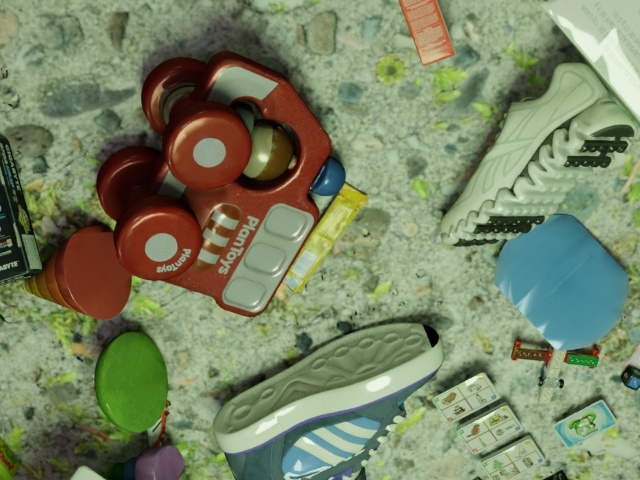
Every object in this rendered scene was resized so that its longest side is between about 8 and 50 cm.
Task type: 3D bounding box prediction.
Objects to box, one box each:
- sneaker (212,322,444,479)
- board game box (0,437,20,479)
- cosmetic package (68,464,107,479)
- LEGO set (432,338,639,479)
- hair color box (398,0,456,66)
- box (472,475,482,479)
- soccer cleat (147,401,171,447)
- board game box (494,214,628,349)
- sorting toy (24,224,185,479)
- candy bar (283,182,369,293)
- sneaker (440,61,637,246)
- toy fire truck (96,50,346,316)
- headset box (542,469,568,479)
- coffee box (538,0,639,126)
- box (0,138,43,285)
[{"bbox_3d":[0.043,0.264,1.508,0.323,0.130,0.236,-25,115,5],"label":"sneaker"},{"bbox_3d":[-0.512,0.317,1.580,0.181,0.043,0.092,-28,105,11],"label":"board game box"},{"bbox_3d":[-0.358,0.512,1.428,0.161,0.230,0.453,34,74,3],"label":"cosmetic package"},{"bbox_3d":[0.290,0.197,1.520,0.244,0.060,0.182,-31,117,13],"label":"LEGO set"},{"bbox_3d":[0.112,-0.278,1.342,0.043,0.072,0.141,-19,106,8],"label":"hair color box"},{"bbox_3d":[0.169,0.383,1.548,0.137,0.094,0.027,-39,102,14],"label":"box"},{"bbox_3d":[-0.223,0.248,1.555,0.036,0.029,0.083,13,106,7],"label":"soccer cleat"},{"bbox_3d":[0.299,0.052,1.456,0.133,0.033,0.168,-43,87,-8],"label":"board game box"},{"bbox_3d":[-0.288,0.164,1.495,0.126,0.127,0.365,-10,104,30],"label":"sorting toy"},{"bbox_3d":[0.000,0.000,1.467,0.040,0.018,0.161,33,107,-5],"label":"candy bar"},{"bbox_3d":[0.239,-0.092,1.368,0.110,0.118,0.292,1,148,-40],"label":"sneaker"},{"bbox_3d":[-0.109,-0.065,1.393,0.254,0.169,0.302,20,110,-30],"label":"toy fire truck"},{"bbox_3d":[0.306,0.358,1.566,0.083,0.032,0.062,-31,104,13],"label":"headset box"},{"bbox_3d":[0.440,-0.256,1.197,0.338,0.334,0.337,-39,104,16],"label":"coffee box"},{"bbox_3d":[-0.471,-0.012,1.435,0.220,0.051,0.175,-17,85,7],"label":"box"}]
